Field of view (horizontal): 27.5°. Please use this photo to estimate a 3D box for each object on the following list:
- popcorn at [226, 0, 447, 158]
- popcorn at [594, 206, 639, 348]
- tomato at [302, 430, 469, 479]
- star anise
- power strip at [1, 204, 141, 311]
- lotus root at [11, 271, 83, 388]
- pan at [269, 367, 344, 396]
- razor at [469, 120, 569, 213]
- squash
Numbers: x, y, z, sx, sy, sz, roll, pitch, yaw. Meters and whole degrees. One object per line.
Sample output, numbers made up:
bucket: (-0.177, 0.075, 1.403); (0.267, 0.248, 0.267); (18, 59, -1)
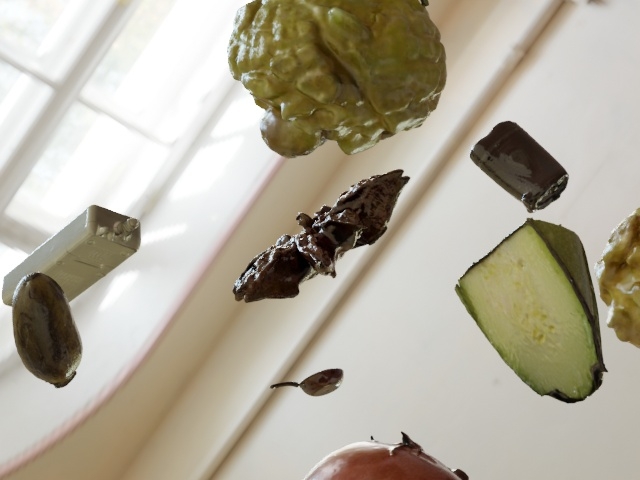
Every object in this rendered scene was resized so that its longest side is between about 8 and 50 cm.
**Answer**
popcorn: (0.026, -0.192, 1.479); (0.251, 0.236, 0.206); (54, -165, -49)
popcorn: (0.461, 0.060, 1.688); (0.190, 0.191, 0.253); (42, -165, 32)
tomato: (0.087, 0.401, 1.478); (0.341, 0.273, 0.341); (32, 149, 22)
star anise: (0.001, 0.000, 1.668); (0.088, 0.288, 0.288); (55, -175, -8)
power strip: (-0.391, 0.033, 2.062); (0.098, 0.338, 0.058); (22, -128, -35)
lotus root: (-0.394, 0.132, 1.871); (0.080, 0.089, 0.179); (-101, -2, -69)
pan: (-0.018, 0.211, 1.891); (0.115, 0.068, 0.023); (-7, -116, -23)
razor: (0.299, -0.110, 1.952); (0.148, 0.090, 0.054); (46, 177, 29)
squash: (0.250, 0.072, 1.368); (0.184, 0.085, 0.192); (57, 152, 9)
